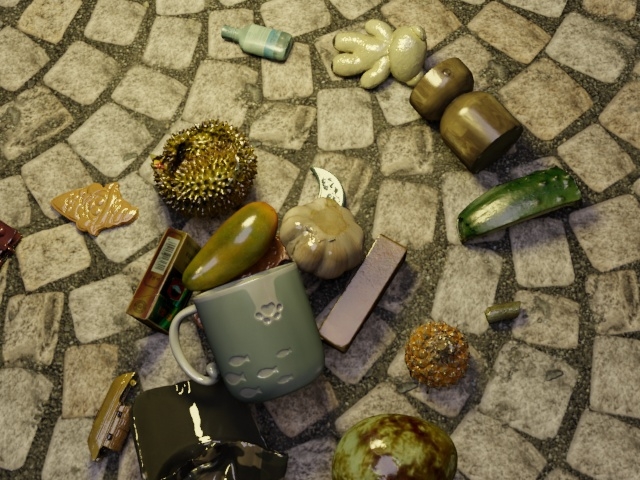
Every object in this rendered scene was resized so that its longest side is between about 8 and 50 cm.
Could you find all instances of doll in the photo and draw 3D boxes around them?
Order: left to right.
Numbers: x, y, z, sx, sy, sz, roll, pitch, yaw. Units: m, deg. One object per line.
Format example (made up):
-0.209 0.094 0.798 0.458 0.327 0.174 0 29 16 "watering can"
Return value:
0.169 -0.537 1.965 0.278 0.175 0.149 6 33 14 "doll"

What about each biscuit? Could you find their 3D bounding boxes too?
-0.623 -0.091 1.887 0.250 0.035 0.162 6 67 7 "biscuit"
-0.211 0.097 1.784 0.206 0.049 0.324 29 74 14 "biscuit"

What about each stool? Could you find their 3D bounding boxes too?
0.387 -0.333 1.834 0.179 0.179 0.264 -35 73 -9 "stool"

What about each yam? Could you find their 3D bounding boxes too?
0.458 0.179 1.719 0.094 0.043 0.043 -9 70 -1 "yam"

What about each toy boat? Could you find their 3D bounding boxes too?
-0.496 0.431 1.675 0.088 0.068 0.225 19 70 5 "toy boat"

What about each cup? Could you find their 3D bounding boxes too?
-0.179 0.235 1.613 0.357 0.259 0.274 -20 91 11 "cup"

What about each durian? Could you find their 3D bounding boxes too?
-0.302 -0.176 1.799 0.293 0.258 0.258 -24 71 5 "durian"

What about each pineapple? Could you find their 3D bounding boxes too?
0.284 0.268 1.646 0.162 0.137 0.175 -7 69 1 "pineapple"

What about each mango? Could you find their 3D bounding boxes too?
-0.220 0.021 1.714 0.289 0.146 0.129 -39 112 -2 "mango"

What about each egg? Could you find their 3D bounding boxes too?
0.168 0.503 1.519 0.290 0.238 0.238 -6 70 -13 "egg"

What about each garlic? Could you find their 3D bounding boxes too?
0.004 0.002 1.713 0.228 0.152 0.227 16 48 -19 "garlic"

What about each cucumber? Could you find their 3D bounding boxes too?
0.504 -0.098 1.787 0.326 0.105 0.145 -21 71 -1 "cucumber"

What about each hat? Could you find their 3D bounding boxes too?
-0.287 0.520 1.603 0.367 0.257 0.381 -8 30 -25 "hat"

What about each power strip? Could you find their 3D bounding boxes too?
-0.008 -0.089 1.841 0.137 0.044 0.215 20 72 9 "power strip"

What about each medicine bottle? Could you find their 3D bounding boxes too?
-0.190 -0.592 2.026 0.209 0.053 0.090 17 74 11 "medicine bottle"

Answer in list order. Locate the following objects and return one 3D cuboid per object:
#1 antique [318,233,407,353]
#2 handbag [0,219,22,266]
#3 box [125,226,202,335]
0.104 0.138 1.726 0.087 0.093 0.309 30 75 12 "antique"
-0.941 0.014 1.843 0.216 0.074 0.203 30 75 13 "handbag"
-0.381 0.106 1.735 0.071 0.159 0.240 17 73 17 "box"
